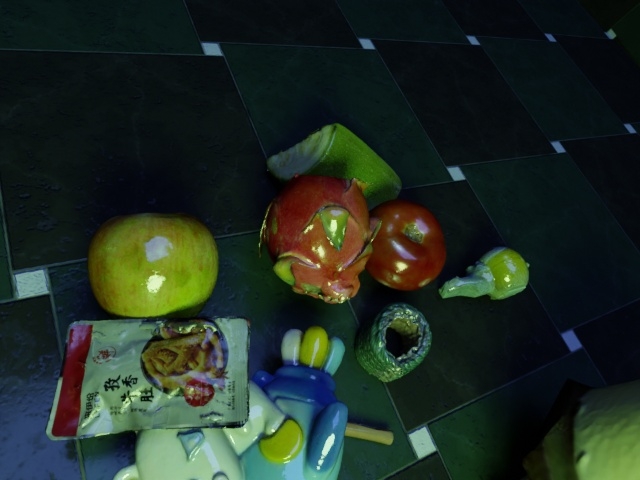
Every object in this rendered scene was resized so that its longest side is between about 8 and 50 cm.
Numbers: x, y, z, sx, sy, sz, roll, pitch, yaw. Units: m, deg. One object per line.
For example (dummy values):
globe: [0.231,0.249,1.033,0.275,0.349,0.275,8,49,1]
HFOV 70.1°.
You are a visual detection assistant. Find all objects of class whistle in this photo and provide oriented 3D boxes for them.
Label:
whistle: [0.363,0.076,1.011,0.223,0.123,0.122,-13,65,-13]

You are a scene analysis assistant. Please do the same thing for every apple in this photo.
apple: [-0.252,0.044,0.701,0.196,0.196,0.196,11,57,-18]

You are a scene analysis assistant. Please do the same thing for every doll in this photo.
doll: [-0.095,0.276,0.628,0.366,0.187,0.376,-10,79,-22]

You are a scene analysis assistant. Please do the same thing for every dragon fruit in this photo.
dragon fruit: [-0.002,-0.005,0.828,0.224,0.224,0.227,11,88,-17]

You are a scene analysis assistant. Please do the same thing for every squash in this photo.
squash: [0.045,-0.121,1.032,0.289,0.203,0.111,32,42,-49]

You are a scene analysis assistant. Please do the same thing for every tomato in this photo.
tomato: [0.164,0.011,0.937,0.195,0.136,0.195,10,60,-17]

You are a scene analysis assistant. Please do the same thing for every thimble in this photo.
thimble: [0.135,0.185,0.847,0.118,0.090,0.135,42,55,7]

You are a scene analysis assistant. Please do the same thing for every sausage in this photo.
sausage: [0.067,0.324,0.772,0.116,0.026,0.026,16,55,-14]

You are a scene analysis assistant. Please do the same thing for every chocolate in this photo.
chocolate: [0.528,0.317,0.630,0.314,0.297,0.326,-25,64,-42]

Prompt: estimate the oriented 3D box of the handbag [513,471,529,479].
handbag: [0.472,0.492,0.767,0.359,0.160,0.236,-13,71,-30]

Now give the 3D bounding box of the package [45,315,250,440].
package: [-0.211,0.171,0.587,0.239,0.030,0.154,-2,53,-7]
